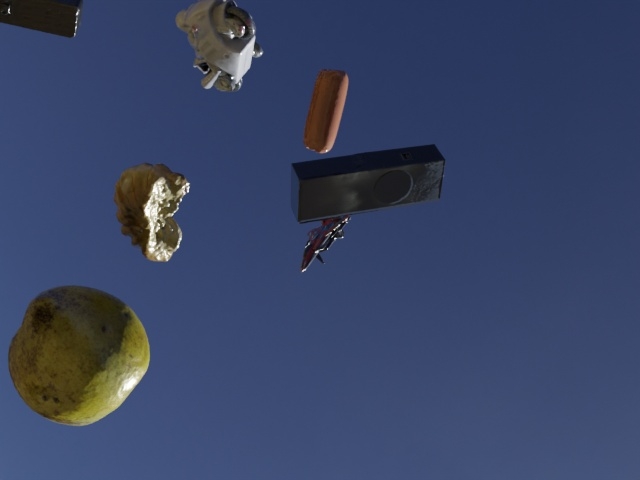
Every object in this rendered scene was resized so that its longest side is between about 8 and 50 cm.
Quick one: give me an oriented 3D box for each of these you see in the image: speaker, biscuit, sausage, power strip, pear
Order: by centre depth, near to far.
[{"bbox_3d":[0.005,-0.128,0.874,0.034,0.034,0.083,21,-78,41],"label":"sausage"},{"bbox_3d":[-0.294,-0.231,0.877,0.029,0.111,0.038,-97,-160,-55],"label":"power strip"},{"bbox_3d":[-0.353,0.160,1.275,0.197,0.197,0.197,24,-55,39],"label":"pear"},{"bbox_3d":[0.068,-0.082,1.277,0.044,0.218,0.082,-113,-160,-47],"label":"speaker"},{"bbox_3d":[-0.261,-0.041,1.317,0.118,0.061,0.183,26,-42,12],"label":"biscuit"}]

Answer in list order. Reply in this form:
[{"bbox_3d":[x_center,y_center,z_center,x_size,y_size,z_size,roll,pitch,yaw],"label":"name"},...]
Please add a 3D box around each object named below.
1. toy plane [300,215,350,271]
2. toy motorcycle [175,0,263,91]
[{"bbox_3d":[0.002,0.002,1.851,0.130,0.189,0.061,-21,-52,44],"label":"toy plane"},{"bbox_3d":[-0.204,-0.389,1.703,0.170,0.110,0.260,35,-24,2],"label":"toy motorcycle"}]
